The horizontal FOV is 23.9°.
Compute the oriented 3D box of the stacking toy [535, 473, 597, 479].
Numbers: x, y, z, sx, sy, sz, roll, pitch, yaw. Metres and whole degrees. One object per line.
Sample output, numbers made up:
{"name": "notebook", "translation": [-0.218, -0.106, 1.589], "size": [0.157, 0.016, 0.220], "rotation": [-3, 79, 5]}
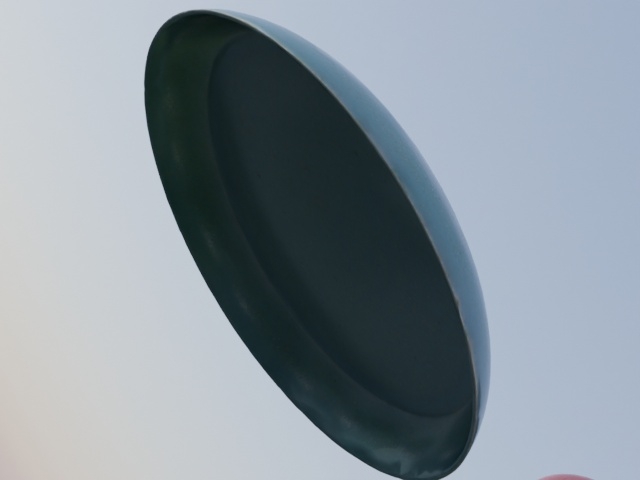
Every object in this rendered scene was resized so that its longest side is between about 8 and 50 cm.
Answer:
{"name": "stacking toy", "translation": [0.112, 0.274, 0.858], "size": [0.130, 0.309, 0.279], "rotation": [7, -84, 36]}

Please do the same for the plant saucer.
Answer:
{"name": "plant saucer", "translation": [0.000, 0.000, 0.914], "size": [0.317, 0.044, 0.317], "rotation": [43, -30, 32]}
